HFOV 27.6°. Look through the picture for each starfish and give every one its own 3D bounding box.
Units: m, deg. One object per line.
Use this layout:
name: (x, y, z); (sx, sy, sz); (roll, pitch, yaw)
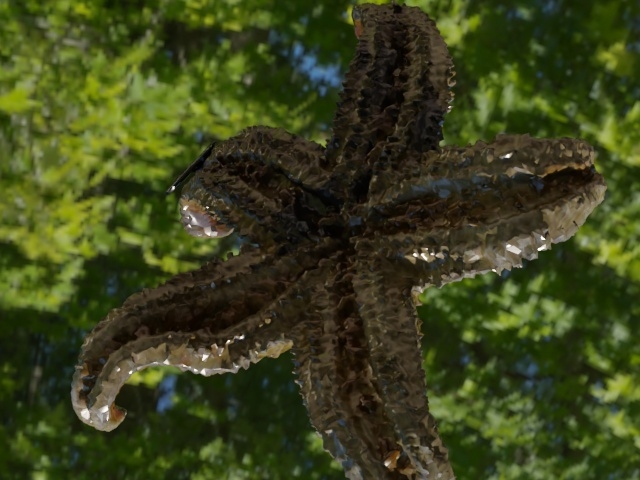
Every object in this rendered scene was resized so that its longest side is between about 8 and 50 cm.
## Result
starfish: (-0.001, 0.003, 0.720); (0.312, 0.113, 0.303); (-48, -135, -13)
